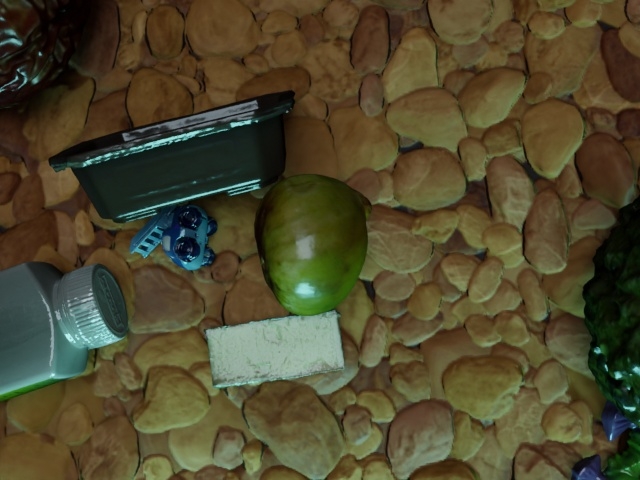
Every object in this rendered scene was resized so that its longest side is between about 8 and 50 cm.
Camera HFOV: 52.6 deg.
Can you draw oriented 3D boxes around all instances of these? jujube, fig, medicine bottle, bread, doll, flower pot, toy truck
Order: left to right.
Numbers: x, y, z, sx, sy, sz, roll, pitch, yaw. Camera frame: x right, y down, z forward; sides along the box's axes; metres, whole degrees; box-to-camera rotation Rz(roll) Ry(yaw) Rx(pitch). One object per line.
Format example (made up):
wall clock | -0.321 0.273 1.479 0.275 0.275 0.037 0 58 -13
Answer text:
jujube | -0.358 -0.265 0.694 0.212 0.213 0.232 17 83 6
medicine bottle | -0.315 0.095 0.702 0.188 0.088 0.132 -18 81 1
toy truck | -0.167 -0.003 0.726 0.090 0.056 0.073 0 77 18
flower pot | -0.140 -0.087 0.689 0.250 0.179 0.084 -13 107 2
bread | -0.049 0.119 0.710 0.153 0.028 0.068 -10 82 2
fig | -0.011 0.002 0.669 0.120 0.136 0.153 12 70 -3
doll | 0.335 0.214 0.658 0.115 0.050 0.190 28 82 6

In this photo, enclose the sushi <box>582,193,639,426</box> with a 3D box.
sushi | 0.424 0.090 0.585 0.351 0.178 0.294 25 75 5
